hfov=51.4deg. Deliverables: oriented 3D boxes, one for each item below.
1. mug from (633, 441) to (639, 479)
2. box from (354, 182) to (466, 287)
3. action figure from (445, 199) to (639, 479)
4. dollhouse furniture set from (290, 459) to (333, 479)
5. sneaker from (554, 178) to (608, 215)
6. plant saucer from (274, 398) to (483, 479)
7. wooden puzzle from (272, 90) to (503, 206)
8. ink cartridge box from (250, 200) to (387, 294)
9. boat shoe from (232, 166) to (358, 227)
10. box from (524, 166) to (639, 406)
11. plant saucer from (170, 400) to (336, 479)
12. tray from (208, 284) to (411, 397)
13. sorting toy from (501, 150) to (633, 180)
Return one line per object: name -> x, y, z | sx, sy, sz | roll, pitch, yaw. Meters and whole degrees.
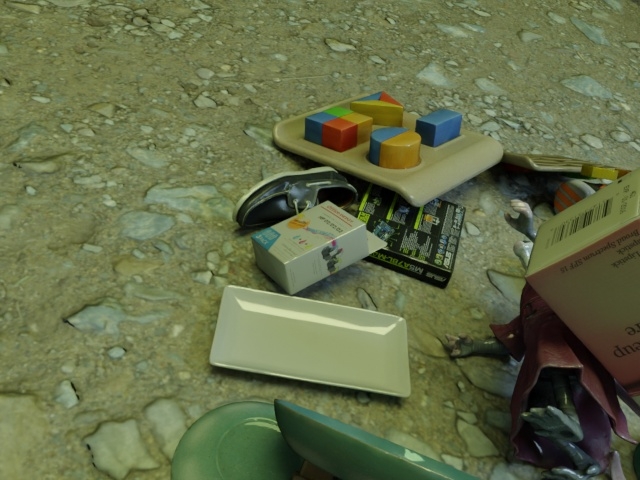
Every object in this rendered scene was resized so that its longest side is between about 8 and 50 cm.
mug -> 0.504, 0.283, 0.882 | 0.130, 0.097, 0.158 | 29, 42, 14
box -> 0.149, -0.021, 1.147 | 0.184, 0.045, 0.190 | 18, 41, 6
action figure -> 0.333, 0.118, 0.898 | 0.276, 0.248, 0.370 | 17, 43, -1
dollhouse furniture set -> 0.119, 0.346, 0.577 | 0.356, 0.303, 0.173 | 22, 77, 2
sneaker -> 0.593, -0.013, 1.225 | 0.180, 0.124, 0.321 | -4, 44, -21
plant saucer -> 0.092, 0.241, 0.684 | 0.318, 0.317, 0.043 | 21, 77, 5
wooden puzzle -> 0.134, -0.207, 1.279 | 0.348, 0.080, 0.322 | 30, 39, 32
ink cartridge box -> 0.000, 0.000, 1.011 | 0.181, 0.061, 0.104 | -26, 36, -24
boat shoe -> -0.039, -0.065, 1.104 | 0.233, 0.084, 0.079 | -18, 51, -38
box -> 0.369, 0.059, 0.752 | 0.232, 0.149, 0.127 | 47, 39, -7
plant saucer -> -0.072, 0.258, 0.765 | 0.195, 0.037, 0.194 | 10, 41, -9
tray -> -0.011, 0.143, 0.919 | 0.271, 0.030, 0.145 | 11, 40, -6
sorting toy -> 0.476, -0.139, 1.308 | 0.229, 0.041, 0.307 | 4, 13, -16
